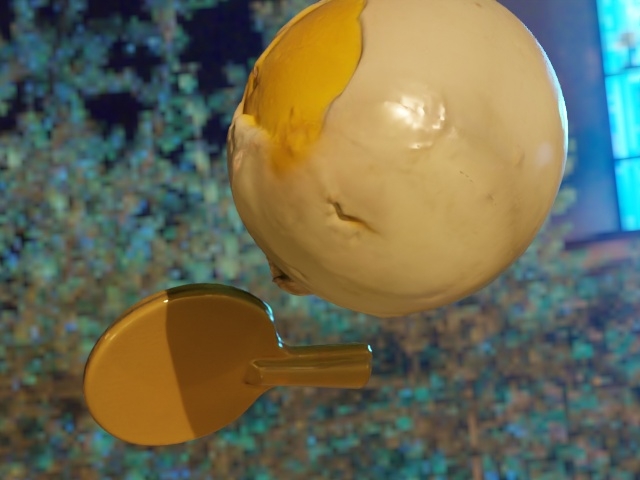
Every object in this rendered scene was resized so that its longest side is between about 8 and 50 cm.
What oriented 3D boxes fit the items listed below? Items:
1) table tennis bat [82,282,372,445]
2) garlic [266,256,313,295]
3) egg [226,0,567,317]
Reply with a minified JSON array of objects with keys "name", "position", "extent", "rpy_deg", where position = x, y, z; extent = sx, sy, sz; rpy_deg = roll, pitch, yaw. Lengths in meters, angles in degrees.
[{"name":"table tennis bat","position":[-0.088,0.129,1.824],"extent":[0.321,0.198,0.050],"rpy_deg":[1,34,-30]},{"name":"garlic","position":[0.006,0.003,1.844],"extent":[0.066,0.084,0.152],"rpy_deg":[18,47,40]},{"name":"egg","position":[0.076,-0.090,1.558],"extent":[0.283,0.283,0.345],"rpy_deg":[-9,23,28]}]
